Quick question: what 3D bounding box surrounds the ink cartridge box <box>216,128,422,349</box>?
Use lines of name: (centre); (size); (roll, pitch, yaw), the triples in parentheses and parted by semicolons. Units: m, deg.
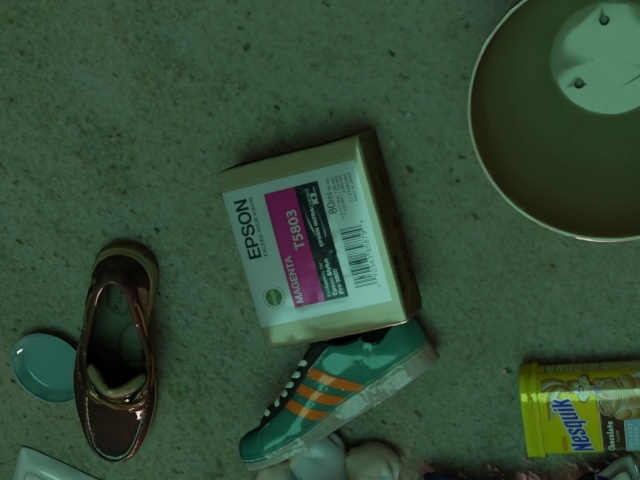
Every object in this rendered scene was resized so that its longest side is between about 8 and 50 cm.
ink cartridge box: (0.000, 0.000, 1.374); (0.193, 0.088, 0.235); (-14, 96, 19)

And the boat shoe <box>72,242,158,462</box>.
boat shoe: (-0.284, 0.178, 1.535); (0.123, 0.123, 0.342); (9, 116, -4)

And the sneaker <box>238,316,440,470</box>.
sneaker: (0.003, 0.186, 1.478); (0.302, 0.108, 0.121); (-34, 88, 9)

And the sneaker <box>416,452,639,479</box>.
sneaker: (0.309, 0.351, 1.494); (0.322, 0.130, 0.236); (37, 97, 15)

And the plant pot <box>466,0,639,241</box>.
plant pot: (0.307, -0.166, 1.183); (0.284, 0.191, 0.284); (6, 116, 12)

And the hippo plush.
hippo plush: (-0.002, 0.433, 1.529); (0.234, 0.236, 0.294); (-5, 114, 16)

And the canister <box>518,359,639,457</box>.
canister: (0.345, 0.213, 1.426); (0.169, 0.073, 0.126); (-5, 114, 15)

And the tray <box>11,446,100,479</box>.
tray: (-0.364, 0.433, 1.744); (0.270, 0.030, 0.145); (25, 120, 2)

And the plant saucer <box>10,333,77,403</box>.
plant saucer: (-0.393, 0.183, 1.633); (0.119, 0.021, 0.119); (6, 117, 12)
